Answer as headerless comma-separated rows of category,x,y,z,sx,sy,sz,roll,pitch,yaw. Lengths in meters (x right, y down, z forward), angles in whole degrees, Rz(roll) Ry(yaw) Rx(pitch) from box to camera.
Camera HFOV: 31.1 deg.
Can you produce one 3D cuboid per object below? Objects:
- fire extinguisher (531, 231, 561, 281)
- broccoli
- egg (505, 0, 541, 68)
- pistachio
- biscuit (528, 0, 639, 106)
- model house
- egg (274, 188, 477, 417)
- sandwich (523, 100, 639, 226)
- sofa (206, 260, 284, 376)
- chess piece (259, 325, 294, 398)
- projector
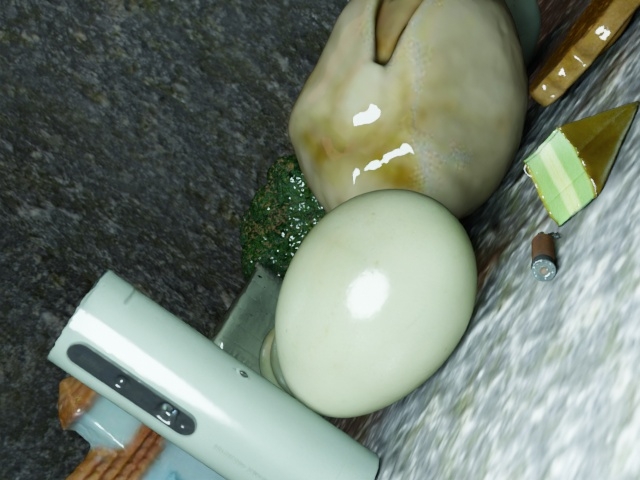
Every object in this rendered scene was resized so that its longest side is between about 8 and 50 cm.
fire extinguisher,0.204,0.011,1.038,0.028,0.022,0.083,-14,18,16
broccoli,0.000,0.000,1.883,0.283,0.304,0.321,-19,1,-34
egg,0.252,-0.311,1.895,0.264,0.183,0.183,-48,5,10
pistachio,0.124,-0.176,1.498,0.445,0.281,0.365,-61,-27,-43
biscuit,0.364,-0.289,1.422,0.295,0.044,0.186,-53,1,18
model house,-0.235,0.330,1.434,0.295,0.329,0.252,-56,7,-37
egg,0.052,0.067,1.168,0.253,0.188,0.188,-60,3,10
sandwich,0.266,-0.074,1.096,0.116,0.074,0.074,-20,-16,-30
sofa,-0.088,0.186,1.713,0.225,0.210,0.176,-52,7,51
chess piece,0.017,0.138,1.504,0.133,0.133,0.243,-57,9,-27
projector,-0.103,0.164,1.131,0.108,0.337,0.108,-54,6,8
